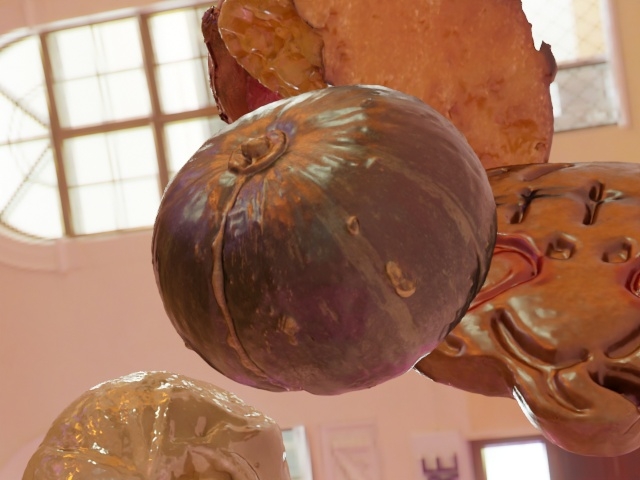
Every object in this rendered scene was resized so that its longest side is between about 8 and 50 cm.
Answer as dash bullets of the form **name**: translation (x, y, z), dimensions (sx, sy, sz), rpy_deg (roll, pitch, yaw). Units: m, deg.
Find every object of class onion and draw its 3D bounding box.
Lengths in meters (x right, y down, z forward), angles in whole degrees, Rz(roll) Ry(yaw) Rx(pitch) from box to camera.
- **onion**: translation (-0.047, -0.266, 1.605), dimensions (0.276, 0.276, 0.276), rpy_deg (-8, -90, -77)

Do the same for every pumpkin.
- **pumpkin**: translation (0.001, 0.000, 0.614), dimensions (0.190, 0.190, 0.146), rpy_deg (-84, -17, -45)

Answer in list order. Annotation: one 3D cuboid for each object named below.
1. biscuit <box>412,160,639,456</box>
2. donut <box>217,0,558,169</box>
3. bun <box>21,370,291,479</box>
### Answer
- **biscuit**: translation (0.208, 0.031, 0.842), dimensions (0.314, 0.368, 0.063), rpy_deg (-58, -34, -51)
- **donut**: translation (0.047, -0.083, 1.176), dimensions (0.378, 0.163, 0.435), rpy_deg (8, -82, -34)
- **bun**: translation (-0.144, 0.306, 1.197), dimensions (0.365, 0.219, 0.365), rpy_deg (19, -116, -45)
